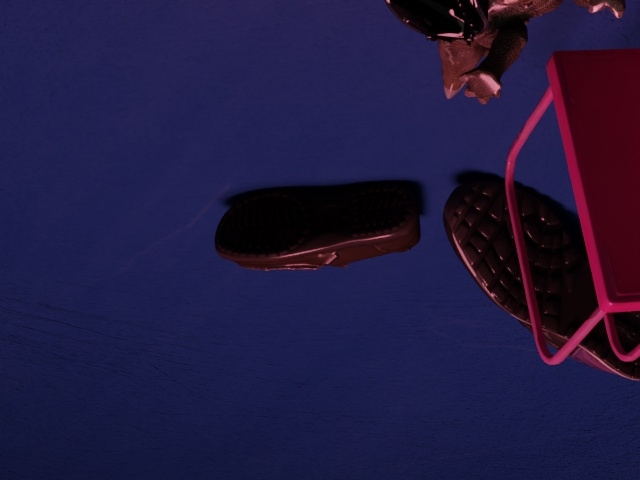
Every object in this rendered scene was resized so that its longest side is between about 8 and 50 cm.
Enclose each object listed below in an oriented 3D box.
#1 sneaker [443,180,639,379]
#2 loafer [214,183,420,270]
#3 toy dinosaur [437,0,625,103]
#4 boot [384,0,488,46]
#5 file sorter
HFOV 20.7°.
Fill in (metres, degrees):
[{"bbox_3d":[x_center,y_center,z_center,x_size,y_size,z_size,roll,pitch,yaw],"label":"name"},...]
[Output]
[{"bbox_3d":[0.205,0.047,1.705,0.283,0.107,0.124,39,163,-24],"label":"sneaker"},{"bbox_3d":[0.000,0.000,1.715,0.220,0.080,0.078,-3,148,25],"label":"loafer"},{"bbox_3d":[0.160,-0.198,1.255,0.121,0.160,0.313,43,132,-17],"label":"toy dinosaur"},{"bbox_3d":[0.084,-0.263,1.074,0.094,0.207,0.246,3,151,7],"label":"boot"},{"bbox_3d":[0.308,-0.021,1.358,0.291,0.202,0.182,-3,157,-13],"label":"file sorter"}]
